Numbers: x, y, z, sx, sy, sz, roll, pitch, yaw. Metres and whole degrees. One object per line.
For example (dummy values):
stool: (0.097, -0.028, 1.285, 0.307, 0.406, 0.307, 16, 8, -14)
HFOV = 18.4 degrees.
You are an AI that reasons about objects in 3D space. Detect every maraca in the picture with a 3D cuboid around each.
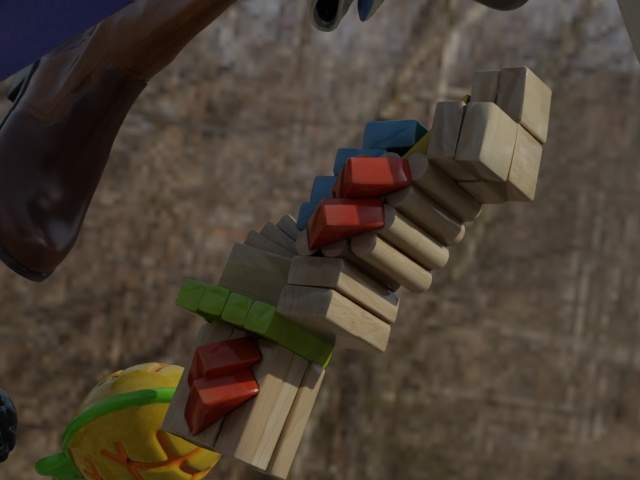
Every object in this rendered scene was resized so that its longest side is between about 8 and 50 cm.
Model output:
maraca: (-0.141, 0.155, 1.514, 0.127, 0.099, 0.185, 15, -36, -30)

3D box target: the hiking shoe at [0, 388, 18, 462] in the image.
hiking shoe: (-0.391, 0.154, 1.541, 0.304, 0.113, 0.132, -11, 18, -26)

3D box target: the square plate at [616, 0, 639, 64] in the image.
square plate: (0.293, -0.229, 1.560, 0.049, 0.344, 0.347, -22, 9, -10)

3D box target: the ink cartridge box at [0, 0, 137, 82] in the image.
ink cartridge box: (-0.196, -0.267, 1.228, 0.303, 0.307, 0.072, -31, 21, 6)

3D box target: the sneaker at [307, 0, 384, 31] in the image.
sneaker: (0.006, -0.285, 1.716, 0.130, 0.236, 0.323, 20, -14, -12)

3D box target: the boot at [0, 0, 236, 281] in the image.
boot: (-0.146, -0.122, 1.559, 0.096, 0.264, 0.280, 40, -52, -23)

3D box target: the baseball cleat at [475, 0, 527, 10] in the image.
baseball cleat: (0.071, -0.234, 1.462, 0.206, 0.109, 0.072, 45, -47, -10)

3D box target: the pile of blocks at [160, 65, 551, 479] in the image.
pile of blocks: (0.000, 0.000, 1.349, 0.149, 0.362, 0.112, 46, 7, 36)
